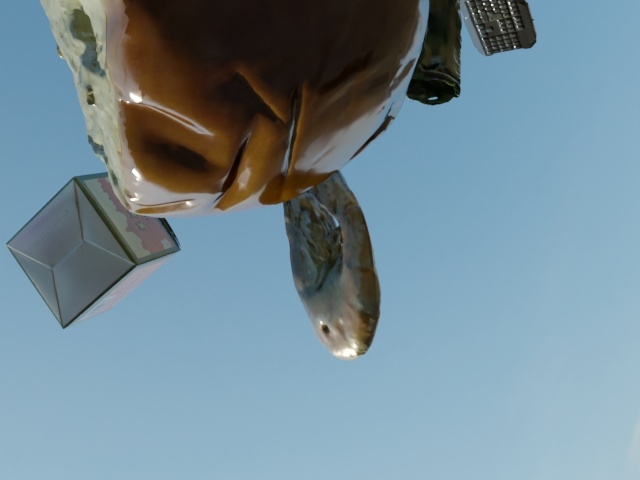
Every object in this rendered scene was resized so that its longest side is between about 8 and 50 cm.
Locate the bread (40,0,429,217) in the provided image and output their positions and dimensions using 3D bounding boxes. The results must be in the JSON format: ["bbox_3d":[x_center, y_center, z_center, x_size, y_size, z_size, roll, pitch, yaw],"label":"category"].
[{"bbox_3d":[-0.058,-0.163,0.502,0.250,0.225,0.279,-23,-34,-22],"label":"bread"}]

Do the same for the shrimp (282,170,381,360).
[{"bbox_3d":[0.006,-0.005,0.723,0.059,0.254,0.145,-1,-24,-21],"label":"shrimp"}]

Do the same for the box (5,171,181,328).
[{"bbox_3d":[-0.376,0.010,1.202,0.195,0.177,0.148,-38,-5,23],"label":"box"}]

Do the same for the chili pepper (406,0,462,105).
[{"bbox_3d":[0.133,-0.250,0.842,0.108,0.062,0.216,45,-125,-37],"label":"chili pepper"}]

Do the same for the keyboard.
[{"bbox_3d":[0.263,-0.371,1.104,0.262,0.106,0.016,42,-133,-55],"label":"keyboard"}]
